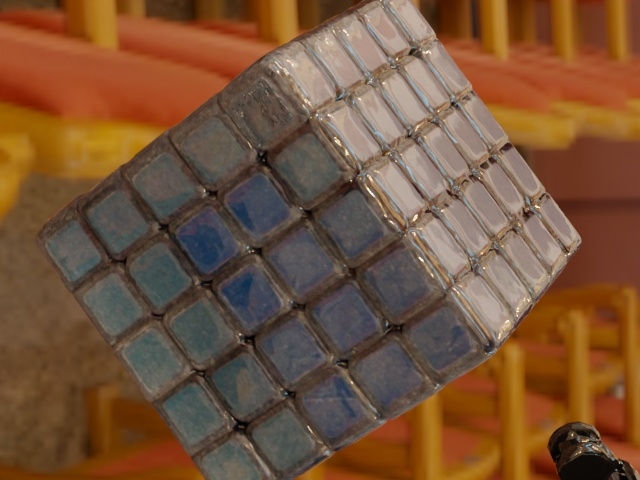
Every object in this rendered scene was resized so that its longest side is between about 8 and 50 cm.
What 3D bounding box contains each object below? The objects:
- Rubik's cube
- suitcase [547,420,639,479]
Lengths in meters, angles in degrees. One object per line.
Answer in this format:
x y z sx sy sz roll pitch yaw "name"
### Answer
0.000 0.000 1.264 0.237 0.237 0.238 53 28 0 "Rubik's cube"
0.178 0.283 0.899 0.335 0.152 0.230 48 16 -28 "suitcase"
